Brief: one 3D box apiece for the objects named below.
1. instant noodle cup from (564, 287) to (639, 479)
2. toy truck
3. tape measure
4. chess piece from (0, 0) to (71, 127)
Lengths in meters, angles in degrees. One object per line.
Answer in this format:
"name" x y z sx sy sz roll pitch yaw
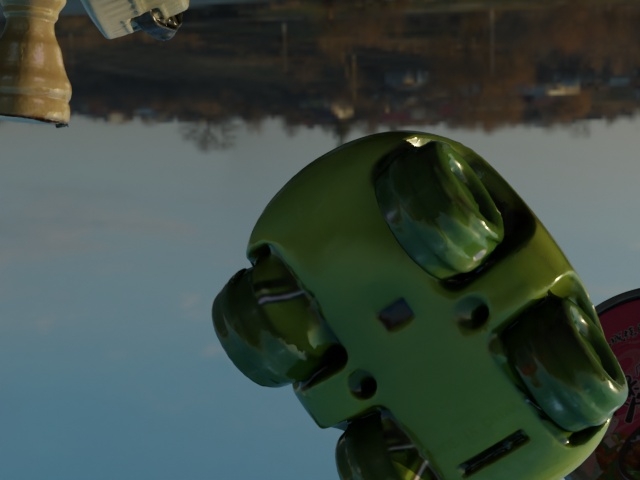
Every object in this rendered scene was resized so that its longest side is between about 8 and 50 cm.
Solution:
"instant noodle cup" 0.397 0.201 1.308 0.302 0.259 0.181 -4 152 31
"toy truck" 0.066 0.041 0.593 0.148 0.187 0.210 -36 167 19
"tape measure" -0.214 -0.343 1.228 0.132 0.231 0.271 -23 -141 -3
"chess piece" -0.201 -0.143 0.808 0.066 0.122 0.066 7 180 0
